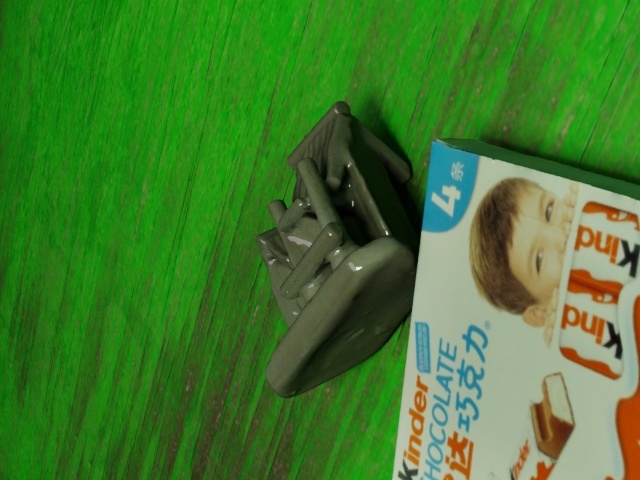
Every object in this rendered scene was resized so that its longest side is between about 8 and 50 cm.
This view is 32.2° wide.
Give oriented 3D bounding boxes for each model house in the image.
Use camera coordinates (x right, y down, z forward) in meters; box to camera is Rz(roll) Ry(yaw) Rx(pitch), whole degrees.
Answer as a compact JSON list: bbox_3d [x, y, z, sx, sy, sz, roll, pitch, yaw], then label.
[{"bbox_3d":[0.008,0.004,0.914,0.229,0.122,0.188,-58,43,49],"label":"model house"}]

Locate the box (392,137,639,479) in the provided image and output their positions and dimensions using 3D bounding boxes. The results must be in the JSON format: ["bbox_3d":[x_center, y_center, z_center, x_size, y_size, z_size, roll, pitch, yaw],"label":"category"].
[{"bbox_3d":[0.152,0.088,0.730,0.265,0.048,0.274,24,113,54],"label":"box"}]
